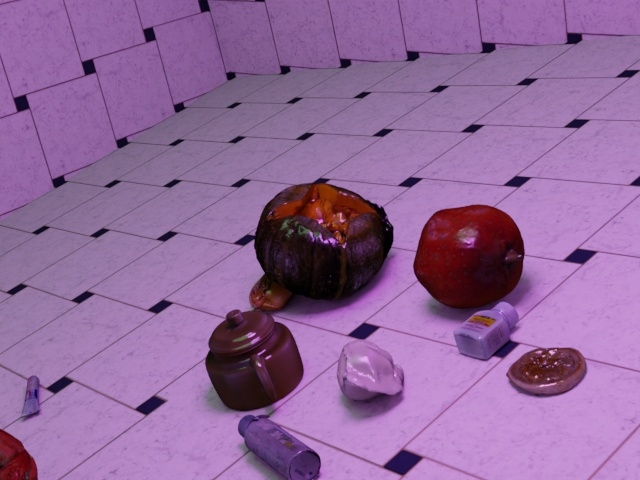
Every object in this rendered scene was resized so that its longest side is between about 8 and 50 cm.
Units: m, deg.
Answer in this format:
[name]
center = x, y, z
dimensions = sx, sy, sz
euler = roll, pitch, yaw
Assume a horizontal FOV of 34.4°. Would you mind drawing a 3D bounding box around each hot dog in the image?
[hot dog]
center = -0.089, 0.088, 2.414
dimensions = 0.102, 0.076, 0.249
euler = -1, 29, 32

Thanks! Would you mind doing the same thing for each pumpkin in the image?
[pumpkin]
center = 0.000, 0.000, 2.327
dimensions = 0.320, 0.192, 0.320
euler = 7, 34, -5

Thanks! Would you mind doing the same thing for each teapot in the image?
[teapot]
center = -0.140, 0.221, 2.038
dimensions = 0.185, 0.175, 0.268
euler = -26, 24, -9

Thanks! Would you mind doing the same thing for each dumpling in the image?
[dumpling]
center = 0.094, 0.240, 1.908
dimensions = 0.127, 0.108, 0.188
euler = 3, 6, -3

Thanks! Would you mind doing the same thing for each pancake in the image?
[pancake]
center = 0.393, 0.222, 1.791
dimensions = 0.139, 0.022, 0.139
euler = -16, 23, 7

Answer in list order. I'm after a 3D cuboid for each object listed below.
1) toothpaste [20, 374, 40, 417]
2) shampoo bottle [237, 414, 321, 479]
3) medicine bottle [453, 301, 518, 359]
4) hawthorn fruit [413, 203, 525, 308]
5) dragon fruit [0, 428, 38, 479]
[toothpaste]
center = -0.655, 0.351, 2.351
dimensions = 0.045, 0.028, 0.170
euler = -15, 24, -6
[shampoo bottle]
center = -0.079, 0.360, 1.813
dimensions = 0.072, 0.072, 0.214
euler = -30, 25, -23
[medicine bottle]
center = 0.315, 0.166, 1.936
dimensions = 0.118, 0.055, 0.074
euler = -33, 25, -29
[hawthorn fruit]
center = 0.307, 0.035, 2.049
dimensions = 0.250, 0.215, 0.215
euler = 5, 33, 48
[dragon fruit]
center = -0.628, 0.454, 1.862
dimensions = 0.244, 0.244, 0.299
euler = -29, 17, -21
